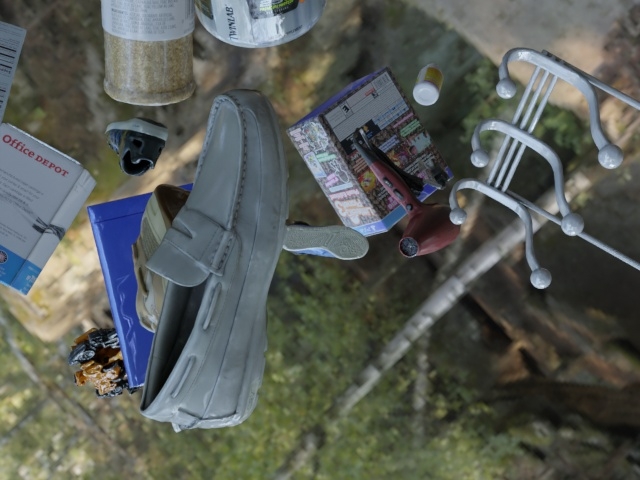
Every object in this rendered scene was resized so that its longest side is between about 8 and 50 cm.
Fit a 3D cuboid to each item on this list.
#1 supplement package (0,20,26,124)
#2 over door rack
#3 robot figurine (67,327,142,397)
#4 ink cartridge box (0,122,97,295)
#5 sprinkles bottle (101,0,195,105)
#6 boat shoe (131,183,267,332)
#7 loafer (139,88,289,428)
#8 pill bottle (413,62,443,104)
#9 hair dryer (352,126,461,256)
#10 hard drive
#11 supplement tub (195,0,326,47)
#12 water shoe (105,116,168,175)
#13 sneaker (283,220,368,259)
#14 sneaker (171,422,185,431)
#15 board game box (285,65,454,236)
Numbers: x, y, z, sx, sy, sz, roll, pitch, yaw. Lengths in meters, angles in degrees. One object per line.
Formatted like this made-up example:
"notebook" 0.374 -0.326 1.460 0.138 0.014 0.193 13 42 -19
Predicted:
"supplement package" -0.573 -0.250 1.822 0.149 0.203 0.194 15 178 -21
"over door rack" 0.294 -0.034 1.104 0.324 0.108 0.239 21 149 5
"robot figurine" -0.333 0.188 2.157 0.085 0.291 0.211 61 175 37
"ink cartridge box" -0.418 -0.042 1.574 0.140 0.190 0.082 29 169 10
"sprinkles bottle" -0.212 -0.348 1.409 0.121 0.121 0.355 45 139 51
"boat shoe" -0.148 0.064 1.313 0.122 0.110 0.341 22 -157 -25
"loafer" -0.102 0.018 1.056 0.111 0.319 0.112 4 -175 -29
"pill bottle" 0.183 -0.265 1.935 0.043 0.043 0.083 49 -146 -22
"hair dryer" 0.150 -0.065 2.051 0.224 0.080 0.293 19 -146 -24
"hard drive" -0.259 0.074 1.969 0.040 0.210 0.318 -107 4 -85
"supplement tub" -0.099 -0.453 1.608 0.207 0.207 0.338 47 160 29
"water shoe" -0.298 -0.141 1.793 0.073 0.080 0.203 19 170 -21
"sneaker" 0.000 -0.001 1.918 0.084 0.152 0.058 -157 70 -78
"sneaker" -0.228 0.277 1.865 0.083 0.035 0.031 78 178 -48
"board game box" 0.110 -0.191 2.528 0.291 0.232 0.141 58 150 -10
